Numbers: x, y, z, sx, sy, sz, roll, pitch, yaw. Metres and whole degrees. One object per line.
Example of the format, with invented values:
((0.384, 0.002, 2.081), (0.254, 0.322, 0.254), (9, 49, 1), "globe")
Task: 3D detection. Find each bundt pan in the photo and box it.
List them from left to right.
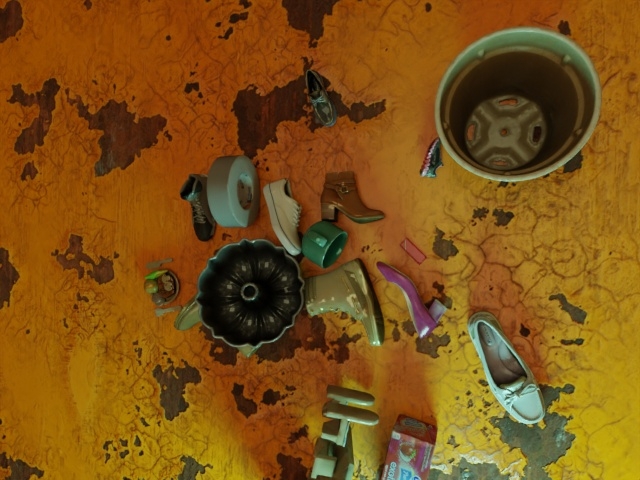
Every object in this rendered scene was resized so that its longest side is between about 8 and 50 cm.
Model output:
((-0.202, 0.163, 1.408), (0.331, 0.124, 0.330), (-1, 76, 6), "bundt pan")

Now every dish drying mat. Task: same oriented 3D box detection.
((0.271, 0.032, 1.351), (0.032, 0.008, 0.083), (-46, 77, 12), "dish drying mat")

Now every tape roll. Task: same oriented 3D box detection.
((-0.260, -0.150, 1.409), (0.073, 0.219, 0.219), (-1, 90, 18), "tape roll")

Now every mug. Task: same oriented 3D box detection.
((0.005, -0.003, 1.361), (0.097, 0.157, 0.129), (32, 56, 21), "mug")

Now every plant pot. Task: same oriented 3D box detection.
((0.462, -0.293, 1.132), (0.334, 0.305, 0.333), (0, 90, 18), "plant pot")

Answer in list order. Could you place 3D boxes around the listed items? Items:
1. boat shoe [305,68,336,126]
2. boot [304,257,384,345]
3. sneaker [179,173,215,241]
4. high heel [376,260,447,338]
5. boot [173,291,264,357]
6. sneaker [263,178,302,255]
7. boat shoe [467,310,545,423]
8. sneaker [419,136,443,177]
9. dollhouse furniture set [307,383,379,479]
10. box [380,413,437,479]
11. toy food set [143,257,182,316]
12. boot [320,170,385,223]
((-0.008, -0.435, 1.406), (0.066, 0.066, 0.183), (-25, 83, 17), "boat shoe")
((0.067, 0.204, 1.368), (0.204, 0.095, 0.261), (-21, 78, 16), "boot")
((-0.412, -0.110, 1.503), (0.086, 0.132, 0.228), (-3, 89, 18), "sneaker")
((0.237, 0.167, 1.326), (0.244, 0.082, 0.117), (38, 92, 1), "high heel")
((-0.322, 0.282, 1.502), (0.269, 0.089, 0.236), (41, 102, 12), "boot")
((-0.100, -0.080, 1.405), (0.091, 0.094, 0.258), (-28, 69, 16), "sneaker")
((0.493, 0.344, 1.232), (0.118, 0.103, 0.320), (-26, 83, 16), "boat shoe")
((0.328, -0.234, 1.318), (0.057, 0.047, 0.119), (19, 98, -3), "sneaker")
((0.103, 0.644, 1.221), (0.257, 0.394, 0.361), (12, 93, 1), "dollhouse furniture set")
((0.242, 0.648, 1.301), (0.123, 0.128, 0.256), (14, 94, 17), "box")
((-0.553, 0.162, 1.599), (0.133, 0.038, 0.191), (-14, 86, 17), "toy food set")
((0.097, -0.131, 1.376), (0.197, 0.073, 0.152), (4, 80, 7), "boot")
